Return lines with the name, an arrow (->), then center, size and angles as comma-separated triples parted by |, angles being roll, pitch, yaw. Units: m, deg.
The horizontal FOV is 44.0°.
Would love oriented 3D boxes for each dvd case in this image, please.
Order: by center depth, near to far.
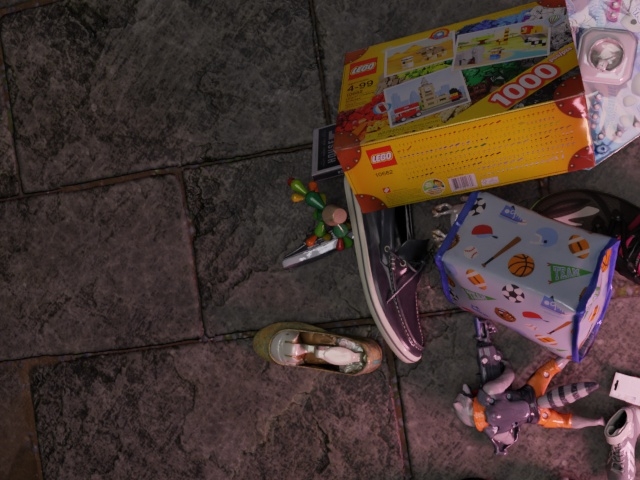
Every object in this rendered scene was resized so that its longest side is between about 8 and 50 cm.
dvd case -> 0.094, -0.239, 1.940 | 0.238, 0.029, 0.179 | -13, 45, 15

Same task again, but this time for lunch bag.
lunch bag -> 0.452, 0.095, 1.726 | 0.328, 0.385, 0.239 | 25, 69, 27

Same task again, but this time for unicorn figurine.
unicorn figurine -> 0.328, -0.055, 1.932 | 0.111, 0.060, 0.162 | 1, 109, 15

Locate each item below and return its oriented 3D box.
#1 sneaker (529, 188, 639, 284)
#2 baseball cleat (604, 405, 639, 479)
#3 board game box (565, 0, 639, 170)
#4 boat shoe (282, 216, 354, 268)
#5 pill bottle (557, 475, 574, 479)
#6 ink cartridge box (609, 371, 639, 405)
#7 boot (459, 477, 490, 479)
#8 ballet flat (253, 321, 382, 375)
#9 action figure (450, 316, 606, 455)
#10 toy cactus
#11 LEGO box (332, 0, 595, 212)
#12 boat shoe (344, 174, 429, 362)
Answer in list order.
sneaker -> 0.695, 0.005, 1.754 | 0.483, 0.202, 0.185 | 17, 96, 14
baseball cleat -> 0.683, 0.481, 1.827 | 0.072, 0.109, 0.206 | 8, 87, 53
board game box -> 0.659, -0.427, 1.825 | 0.390, 0.050, 0.390 | -36, 83, 14
boat shoe -> 0.000, 0.000, 2.009 | 0.228, 0.080, 0.076 | -24, 78, 14
pill bottle -> 0.638, 0.646, 1.840 | 0.208, 0.119, 0.119 | 24, 98, 13
ink cartridge box -> 0.738, 0.349, 1.847 | 0.115, 0.029, 0.063 | 15, 97, 15
boot -> 0.350, 0.736, 1.934 | 0.264, 0.096, 0.280 | -14, 89, 15
ballet flat -> -0.019, 0.276, 2.005 | 0.348, 0.123, 0.123 | 6, 94, 15
action figure -> 0.459, 0.336, 1.851 | 0.330, 0.178, 0.341 | -18, 89, 6
toy cactus -> 0.006, -0.059, 1.871 | 0.112, 0.180, 0.219 | -34, 102, -14
LEGO box -> 0.304, -0.293, 1.708 | 0.500, 0.372, 0.193 | -11, 133, 18
boat shoe -> 0.186, 0.045, 1.907 | 0.156, 0.187, 0.500 | -14, 83, 21
